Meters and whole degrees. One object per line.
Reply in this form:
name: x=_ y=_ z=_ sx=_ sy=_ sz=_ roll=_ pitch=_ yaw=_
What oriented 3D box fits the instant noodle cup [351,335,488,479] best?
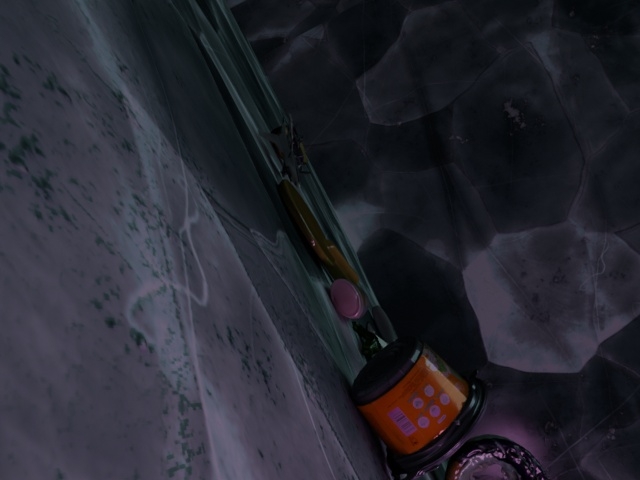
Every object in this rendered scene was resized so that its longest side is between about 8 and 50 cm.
instant noodle cup: x=0.123 y=0.215 z=0.912 sx=0.125 sy=0.177 sz=0.208 roll=47 pitch=37 yaw=-5

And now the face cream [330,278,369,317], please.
face cream: x=0.062 y=0.119 z=1.341 sx=0.084 sy=0.057 sz=0.198 roll=63 pitch=4 yaw=9

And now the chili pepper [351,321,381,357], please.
chili pepper: x=0.100 y=0.202 z=1.351 sx=0.055 sy=0.035 sz=0.118 roll=27 pitch=17 yaw=-19

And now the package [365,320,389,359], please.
package: x=0.138 y=0.286 z=1.396 sx=0.166 sy=0.040 sz=0.232 roll=57 pitch=14 yaw=-25

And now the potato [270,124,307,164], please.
potato: x=-0.084 y=-0.237 z=1.725 sx=0.096 sy=0.066 sz=0.103 roll=17 pitch=49 yaw=-64

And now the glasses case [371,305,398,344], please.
glasses case: x=0.209 y=0.286 z=2.096 sx=0.076 sy=0.049 sz=0.197 roll=60 pitch=5 yaw=-38

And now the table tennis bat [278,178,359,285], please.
table tennis bat: x=0.000 y=0.000 z=1.396 sx=0.321 sy=0.050 sz=0.198 roll=55 pitch=6 yaw=-39

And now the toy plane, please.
toy plane: x=-0.062 y=-0.188 z=1.462 sx=0.234 sy=0.082 sz=0.160 roll=56 pitch=-34 yaw=41

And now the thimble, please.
thimble: x=0.394 y=0.561 z=1.482 sx=0.238 sy=0.237 sz=0.150 roll=64 pitch=2 yaw=14
